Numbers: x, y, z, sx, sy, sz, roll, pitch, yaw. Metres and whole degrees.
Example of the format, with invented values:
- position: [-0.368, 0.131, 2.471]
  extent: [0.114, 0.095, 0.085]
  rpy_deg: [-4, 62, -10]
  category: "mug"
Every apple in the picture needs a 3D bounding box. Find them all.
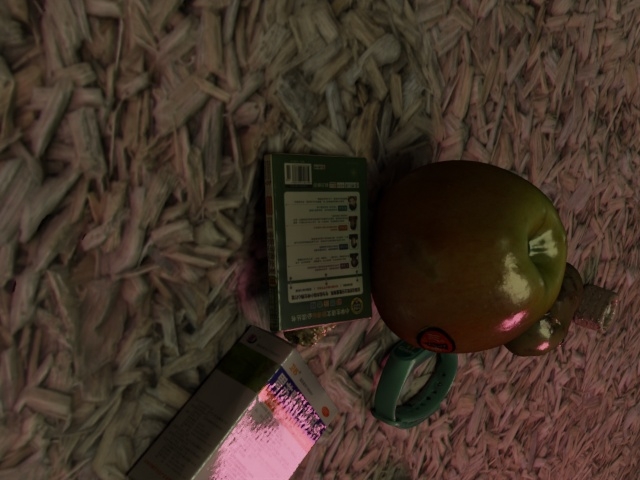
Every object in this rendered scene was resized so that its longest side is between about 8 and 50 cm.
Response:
- position: [0.255, 0.035, 1.395]
  extent: [0.338, 0.304, 0.339]
  rpy_deg: [-1, 90, -65]
  category: "apple"

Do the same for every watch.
- position: [0.192, 0.279, 1.653]
  extent: [0.237, 0.068, 0.195]
  rpy_deg: [-31, 130, -41]
  category: "watch"

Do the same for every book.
- position: [0.000, 0.000, 1.272]
  extent: [0.202, 0.027, 0.264]
  rpy_deg: [-3, 91, -44]
  category: "book"

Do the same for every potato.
- position: [0.504, 0.147, 1.879]
  extent: [0.262, 0.165, 0.165]
  rpy_deg: [-54, 138, -26]
  category: "potato"

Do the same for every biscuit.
- position: [0.005, 0.105, 1.354]
  extent: [0.168, 0.082, 0.070]
  rpy_deg: [-42, 141, -35]
  category: "biscuit"

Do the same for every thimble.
- position: [0.738, 0.181, 2.199]
  extent: [0.115, 0.090, 0.102]
  rpy_deg: [-50, 140, -23]
  category: "thimble"

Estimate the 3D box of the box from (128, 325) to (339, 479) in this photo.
- position: [-0.125, 0.313, 1.277]
  extent: [0.299, 0.106, 0.200]
  rpy_deg: [-51, 138, -22]
  category: "box"
